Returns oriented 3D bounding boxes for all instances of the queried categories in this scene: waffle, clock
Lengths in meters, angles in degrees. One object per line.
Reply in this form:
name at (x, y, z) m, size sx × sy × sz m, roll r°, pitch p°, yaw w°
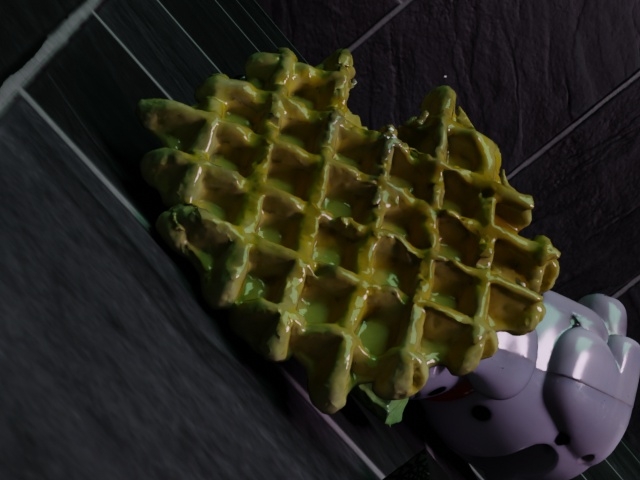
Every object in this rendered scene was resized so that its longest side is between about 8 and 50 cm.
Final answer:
waffle at (0.016, -0.020, 0.780) m, size 0.261 × 0.250 × 0.056 m, roll 59°, pitch -33°, yaw 19°
clock at (0.107, 0.075, 0.955) m, size 0.254 × 0.189 × 0.189 m, roll 33°, pitch 18°, yaw -40°

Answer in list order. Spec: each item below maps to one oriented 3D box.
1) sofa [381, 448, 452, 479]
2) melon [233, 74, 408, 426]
sofa at (0.087, 0.188, 0.747) m, size 0.118 × 0.039 × 0.060 m, roll 49°, pitch 8°, yaw -10°
melon at (0.000, -0.001, 0.838) m, size 0.262 × 0.114 × 0.053 m, roll 57°, pitch 23°, yaw 10°
